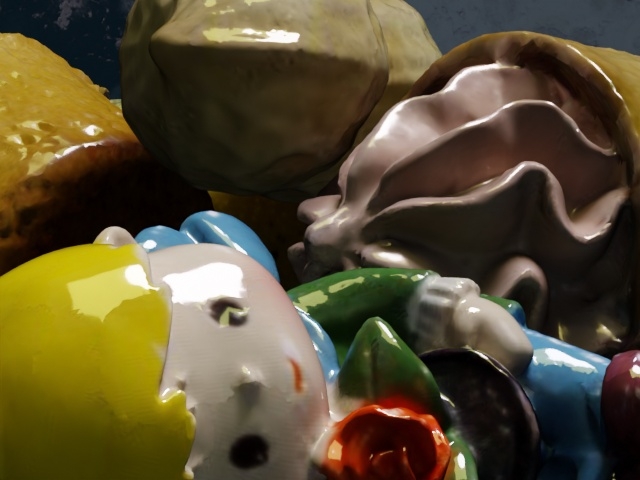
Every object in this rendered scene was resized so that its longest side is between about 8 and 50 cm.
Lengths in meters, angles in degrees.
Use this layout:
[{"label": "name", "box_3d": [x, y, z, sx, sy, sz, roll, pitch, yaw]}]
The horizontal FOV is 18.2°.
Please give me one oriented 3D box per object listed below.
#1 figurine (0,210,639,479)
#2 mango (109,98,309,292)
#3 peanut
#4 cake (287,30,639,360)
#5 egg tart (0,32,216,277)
[{"label": "figurine", "box_3d": [-0.014, 0.061, 0.598, 0.185, 0.127, 0.234, 14, -1, 38]}, {"label": "mango", "box_3d": [0.001, 0.008, 1.113, 0.330, 0.176, 0.175, 0, -12, 6]}, {"label": "peanut", "box_3d": [-0.015, -0.076, 0.908, 0.136, 0.120, 0.298, -6, 1, 9]}, {"label": "cake", "box_3d": [0.071, 0.023, 0.788, 0.178, 0.207, 0.185, -9, 20, -33]}, {"label": "egg tart", "box_3d": [-0.140, 0.003, 0.973, 0.203, 0.202, 0.147, 1, 12, -43]}]
